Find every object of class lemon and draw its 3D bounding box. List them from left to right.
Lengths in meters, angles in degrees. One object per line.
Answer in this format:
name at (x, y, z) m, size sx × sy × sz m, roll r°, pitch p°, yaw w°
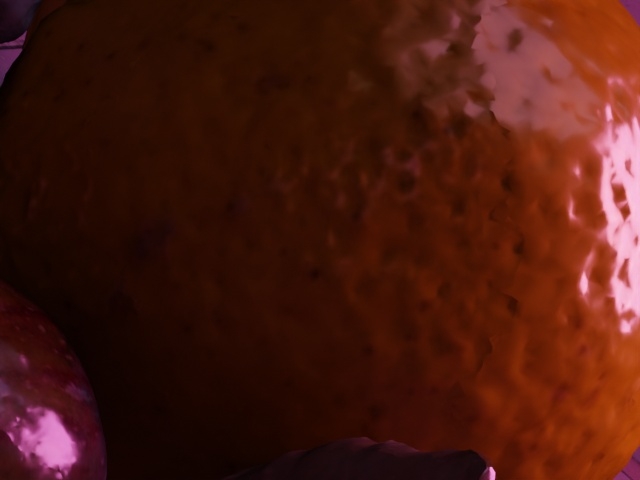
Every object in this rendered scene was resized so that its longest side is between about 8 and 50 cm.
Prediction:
lemon at (0.000, 0.000, 0.632) m, size 0.310 × 0.253 × 0.253 m, roll 1°, pitch 10°, yaw 5°

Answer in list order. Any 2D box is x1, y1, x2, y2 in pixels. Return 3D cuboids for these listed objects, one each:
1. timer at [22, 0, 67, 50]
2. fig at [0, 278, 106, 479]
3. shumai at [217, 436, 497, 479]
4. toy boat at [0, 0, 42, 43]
timer at (0.000, -0.063, 0.928) m, size 0.376 × 0.376 × 0.387 m, roll 37°, pitch 11°, yaw -23°
fig at (-0.176, 0.058, 0.447) m, size 0.245 × 0.149 × 0.149 m, roll 9°, pitch 32°, yaw -49°
shumai at (0.099, 0.212, 0.520) m, size 0.346 × 0.217 × 0.283 m, roll 43°, pitch 11°, yaw 22°
toy boat at (-0.171, -0.047, 0.550) m, size 0.085 × 0.227 × 0.155 m, roll 35°, pitch -27°, yaw -2°
